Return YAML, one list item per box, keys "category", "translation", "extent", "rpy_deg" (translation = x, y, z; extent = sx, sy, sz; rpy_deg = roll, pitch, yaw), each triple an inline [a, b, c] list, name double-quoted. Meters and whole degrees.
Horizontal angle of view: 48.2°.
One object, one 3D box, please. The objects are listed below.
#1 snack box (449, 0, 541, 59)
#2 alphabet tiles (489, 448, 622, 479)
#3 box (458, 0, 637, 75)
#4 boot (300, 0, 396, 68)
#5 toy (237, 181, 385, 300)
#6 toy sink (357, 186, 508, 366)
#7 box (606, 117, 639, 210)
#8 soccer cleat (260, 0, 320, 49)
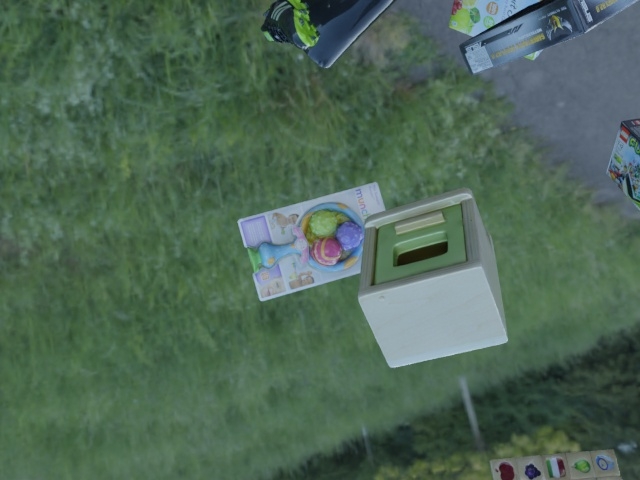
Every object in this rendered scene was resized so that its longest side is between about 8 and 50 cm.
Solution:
- category: "snack box"
  translation: [0.385, -0.498, 1.491]
  extent: [0.070, 0.207, 0.174]
  rpy_deg: [-47, 154, -34]
- category: "alphabet tiles"
  translation: [0.361, 0.430, 1.031]
  extent: [0.198, 0.237, 0.009]
  rpy_deg: [-2, 156, -8]
- category: "box"
  translation: [0.348, -0.332, 1.067]
  extent: [0.183, 0.056, 0.231]
  rpy_deg: [-32, -167, -27]
- category: "boot"
  translation: [0.133, -0.391, 1.001]
  extent: [0.445, 0.367, 0.146]
  rpy_deg: [-30, 150, 32]
- category: "toy"
  translation: [0.000, 0.000, 1.137]
  extent: [0.237, 0.136, 0.056]
  rpy_deg: [-16, 179, -5]
- category: "toy sink"
  translation: [0.144, 0.027, 0.934]
  extent: [0.153, 0.131, 0.234]
  rpy_deg: [-15, -150, 18]
- category: "box"
  translation: [0.555, -0.101, 1.188]
  extent: [0.036, 0.207, 0.114]
  rpy_deg: [-10, 131, -8]
- category: "soccer cleat"
  translation: [-0.046, -0.299, 1.006]
  extent: [0.072, 0.060, 0.179]
  rpy_deg: [-33, -149, 14]
